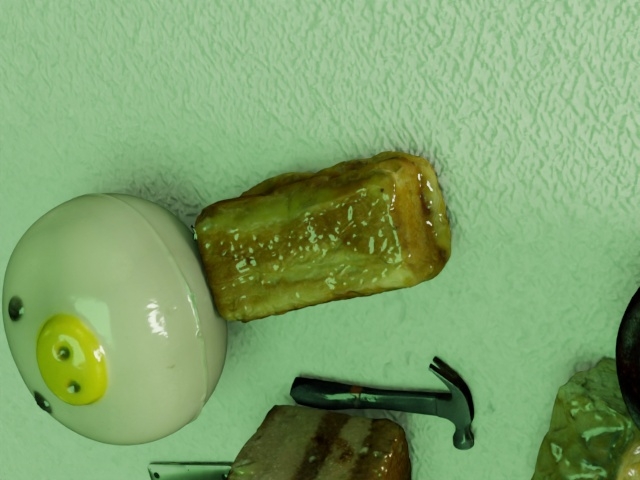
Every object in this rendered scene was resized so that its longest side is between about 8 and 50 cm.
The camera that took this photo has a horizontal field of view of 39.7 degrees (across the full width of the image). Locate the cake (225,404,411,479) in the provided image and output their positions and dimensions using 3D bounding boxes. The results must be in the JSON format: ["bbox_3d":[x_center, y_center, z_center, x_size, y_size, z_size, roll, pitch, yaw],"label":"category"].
[{"bbox_3d":[-0.021,0.367,1.338,0.293,0.196,0.199,8,133,24],"label":"cake"}]

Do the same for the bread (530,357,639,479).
[{"bbox_3d":[0.367,0.302,1.193,0.152,0.130,0.268,14,116,8],"label":"bread"}]

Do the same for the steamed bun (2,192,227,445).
[{"bbox_3d":[-0.298,0.114,1.300,0.334,0.334,0.374,-3,106,25],"label":"steamed bun"}]

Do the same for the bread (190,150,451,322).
[{"bbox_3d":[0.002,-0.004,1.216,0.344,0.149,0.195,-12,94,28],"label":"bread"}]

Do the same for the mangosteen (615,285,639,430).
[{"bbox_3d":[0.483,0.143,1.008,0.288,0.288,0.288,9,114,20],"label":"mangosteen"}]

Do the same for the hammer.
[{"bbox_3d":[0.086,0.234,1.338,0.289,0.037,0.137,3,112,22],"label":"hammer"}]

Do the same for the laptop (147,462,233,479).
[{"bbox_3d":[-0.199,0.515,1.591,0.187,0.015,0.269,-6,108,26],"label":"laptop"}]
